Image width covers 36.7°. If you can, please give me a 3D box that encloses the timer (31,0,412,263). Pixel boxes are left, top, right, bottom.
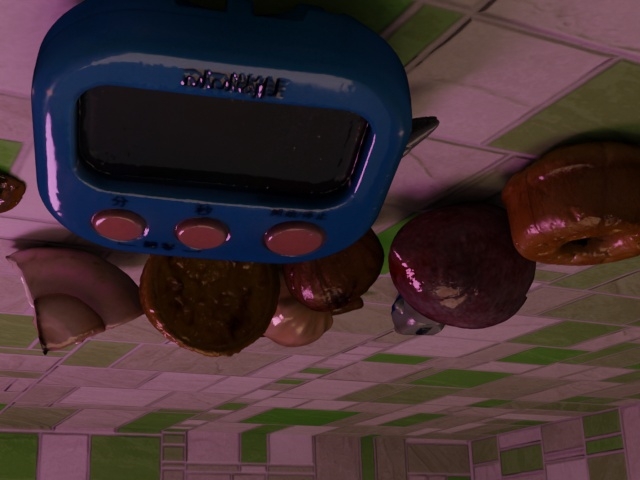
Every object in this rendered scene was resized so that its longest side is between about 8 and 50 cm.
[{"bbox_3d":[-0.094,-0.099,0.919,0.340,0.115,0.309,5,145,-10],"label":"timer"}]

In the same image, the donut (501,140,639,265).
[{"bbox_3d":[0.346,-0.042,1.225,0.226,0.114,0.226,-2,163,-1],"label":"donut"}]

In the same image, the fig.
[{"bbox_3d":[0.000,0.000,1.329,0.133,0.146,0.201,19,149,37],"label":"fig"}]

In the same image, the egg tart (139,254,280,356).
[{"bbox_3d":[-0.170,0.066,1.398,0.202,0.203,0.147,6,173,-22],"label":"egg tart"}]

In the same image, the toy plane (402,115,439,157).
[{"bbox_3d":[0.027,-0.098,1.088,0.212,0.088,0.267,14,147,-41],"label":"toy plane"}]

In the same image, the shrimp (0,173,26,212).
[{"bbox_3d":[-0.453,-0.062,1.200,0.178,0.034,0.124,13,153,-41],"label":"shrimp"}]

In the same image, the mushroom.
[{"bbox_3d":[-0.362,0.065,1.446,0.173,0.162,0.236,-24,-174,-16],"label":"mushroom"}]

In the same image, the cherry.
[{"bbox_3d":[0.186,0.032,1.335,0.249,0.175,0.192,15,169,-43],"label":"cherry"}]

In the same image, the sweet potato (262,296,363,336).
[{"bbox_3d":[-0.097,0.131,1.745,0.346,0.079,0.108,-6,-171,8],"label":"sweet potato"}]

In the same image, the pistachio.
[{"bbox_3d":[-0.050,0.091,1.517,0.157,0.157,0.229,1,168,-10],"label":"pistachio"}]

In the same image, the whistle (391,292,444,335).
[{"bbox_3d":[0.180,0.118,1.701,0.110,0.092,0.244,0,159,-12],"label":"whistle"}]
